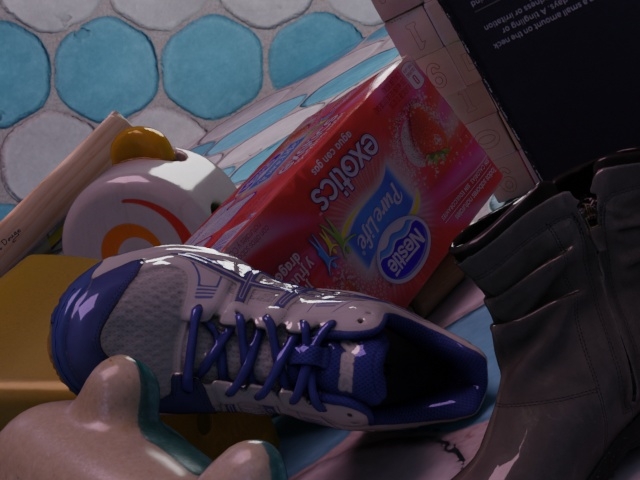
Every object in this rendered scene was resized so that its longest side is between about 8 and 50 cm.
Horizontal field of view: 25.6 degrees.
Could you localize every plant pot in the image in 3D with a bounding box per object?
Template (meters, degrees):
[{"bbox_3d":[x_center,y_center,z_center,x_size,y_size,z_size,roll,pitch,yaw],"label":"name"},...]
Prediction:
[{"bbox_3d":[-0.157,0.136,1.019,0.187,0.212,0.212,-9,23,32],"label":"plant pot"}]

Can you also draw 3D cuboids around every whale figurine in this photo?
[{"bbox_3d":[-0.087,0.171,0.786,0.141,0.216,0.272,6,-16,-40],"label":"whale figurine"}]

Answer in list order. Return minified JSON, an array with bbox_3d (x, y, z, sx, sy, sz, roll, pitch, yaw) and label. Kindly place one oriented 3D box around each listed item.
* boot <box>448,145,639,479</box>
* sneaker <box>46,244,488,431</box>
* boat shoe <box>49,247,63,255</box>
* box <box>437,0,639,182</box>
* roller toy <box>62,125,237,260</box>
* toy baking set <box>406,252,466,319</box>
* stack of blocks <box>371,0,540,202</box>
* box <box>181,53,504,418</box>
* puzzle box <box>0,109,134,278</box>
[{"bbox_3d":[0.107,0.063,0.755,0.246,0.161,0.083,-34,13,-15],"label":"boot"},{"bbox_3d":[-0.022,0.065,0.897,0.296,0.111,0.131,6,-2,-35],"label":"sneaker"},{"bbox_3d":[-0.375,0.113,1.742,0.119,0.121,0.335,-15,21,37],"label":"boat shoe"},{"bbox_3d":[0.236,-0.152,0.946,0.179,0.312,0.343,-24,15,26],"label":"box"},{"bbox_3d":[-0.185,-0.006,1.600,0.191,0.209,0.146,-51,2,26],"label":"roller toy"},{"bbox_3d":[0.056,0.040,1.252,0.256,0.030,0.197,-40,16,-35],"label":"toy baking set"},{"bbox_3d":[0.147,-0.190,1.321,0.087,0.297,0.171,-21,16,28],"label":"stack of blocks"},{"bbox_3d":[0.000,0.000,1.158,0.154,0.142,0.300,-27,17,47],"label":"box"},{"bbox_3d":[-0.380,0.018,1.753,0.409,0.052,0.272,-46,1,-11],"label":"puzzle box"}]
